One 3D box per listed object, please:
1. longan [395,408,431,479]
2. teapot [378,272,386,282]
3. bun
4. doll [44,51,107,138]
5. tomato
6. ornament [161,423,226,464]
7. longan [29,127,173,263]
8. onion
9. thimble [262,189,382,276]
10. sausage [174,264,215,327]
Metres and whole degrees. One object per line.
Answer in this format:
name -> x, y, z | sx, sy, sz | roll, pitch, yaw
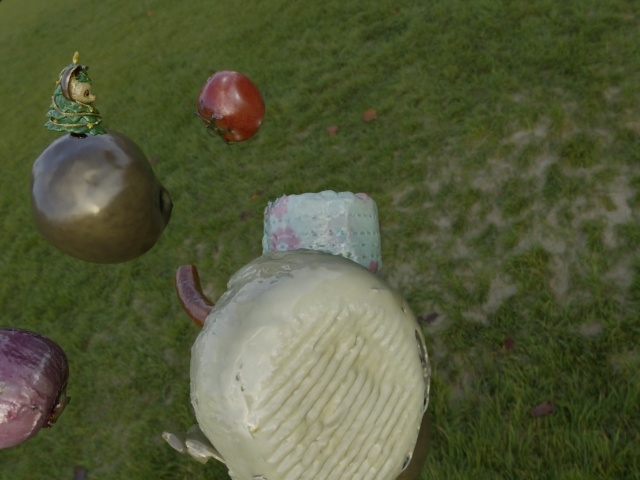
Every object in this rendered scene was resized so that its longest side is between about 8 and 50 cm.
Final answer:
longan -> 0.091, 0.504, 1.496 | 0.404, 0.336, 0.404 | -28, -2, -1
teapot -> 0.063, 0.127, 1.212 | 0.162, 0.239, 0.149 | -16, 6, 6
bun -> -0.022, 0.184, 0.781 | 0.210, 0.360, 0.360 | 0, 46, 47
doll -> -0.346, -0.195, 0.795 | 0.076, 0.113, 0.078 | -13, 18, -6
tomato -> -0.203, -0.308, 1.328 | 0.167, 0.167, 0.167 | -16, 41, 14
ornament -> -0.378, 0.635, 1.804 | 0.061, 0.244, 0.230 | -57, 8, -4
longan -> -0.496, -0.094, 1.319 | 0.318, 0.319, 0.319 | -16, 41, 14
onion -> -0.669, 0.247, 1.159 | 0.159, 0.348, 0.267 | -62, 12, 14
thimble -> 0.000, 0.000, 1.002 | 0.210, 0.185, 0.150 | -1, 85, -8
sausage -> -0.348, 0.176, 1.679 | 0.103, 0.076, 0.302 | -41, 46, -7
